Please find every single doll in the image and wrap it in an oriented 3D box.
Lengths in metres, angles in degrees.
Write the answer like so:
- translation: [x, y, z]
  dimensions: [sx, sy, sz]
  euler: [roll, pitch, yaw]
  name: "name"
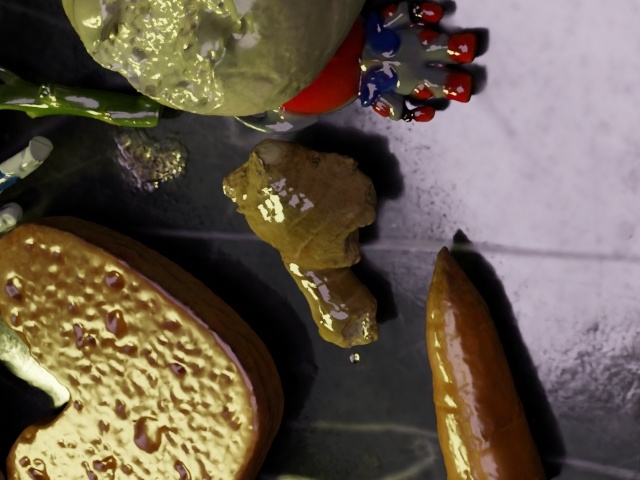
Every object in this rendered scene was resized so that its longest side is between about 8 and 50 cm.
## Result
- translation: [-0.301, -0.020, 0.947]
  dimensions: [0.114, 0.057, 0.227]
  euler: [26, 132, -28]
  name: "doll"
- translation: [0.007, -0.125, 0.814]
  dimensions: [0.194, 0.062, 0.104]
  euler: [6, 119, 11]
  name: "doll"

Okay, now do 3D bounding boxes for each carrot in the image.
- translation: [0.108, 0.103, 0.838]
  dimensions: [0.072, 0.072, 0.205]
  euler: [-10, 99, 22]
  name: "carrot"

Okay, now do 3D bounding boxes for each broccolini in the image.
- translation: [-0.218, -0.115, 0.913]
  dimensions: [0.216, 0.058, 0.067]
  euler: [5, 110, 8]
  name: "broccolini"

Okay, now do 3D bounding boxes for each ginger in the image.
- translation: [0.007, -0.004, 0.846]
  dimensions: [0.096, 0.067, 0.165]
  euler: [-26, 108, 25]
  name: "ginger"

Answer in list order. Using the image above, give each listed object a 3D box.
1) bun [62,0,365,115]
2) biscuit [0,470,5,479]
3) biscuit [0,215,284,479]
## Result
- translation: [-0.077, -0.192, 0.760]
  dimensions: [0.210, 0.116, 0.237]
  euler: [-22, 70, 22]
  name: "bun"
- translation: [-0.371, 0.155, 1.021]
  dimensions: [0.236, 0.040, 0.144]
  euler: [40, 129, 2]
  name: "biscuit"
- translation: [-0.165, 0.132, 0.955]
  dimensions: [0.262, 0.052, 0.277]
  euler: [30, 114, 15]
  name: "biscuit"
